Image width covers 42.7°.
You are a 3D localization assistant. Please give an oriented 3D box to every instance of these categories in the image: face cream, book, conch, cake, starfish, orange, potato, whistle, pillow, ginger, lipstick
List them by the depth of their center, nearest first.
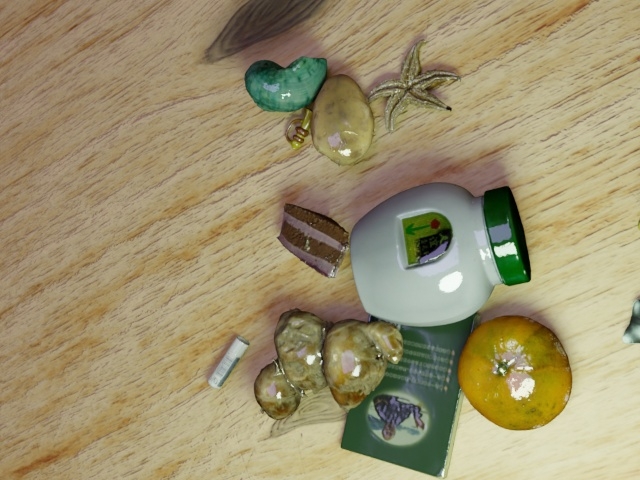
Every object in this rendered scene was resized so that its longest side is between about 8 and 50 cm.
[{"bbox_3d":[0.681,0.181,1.635,0.135,0.055,0.091,19,121,29],"label":"pillow"},{"bbox_3d":[0.398,0.271,1.686,0.240,0.171,0.240,-4,80,23],"label":"orange"},{"bbox_3d":[0.255,0.025,1.766,0.357,0.219,0.312,-14,66,19],"label":"face cream"},{"bbox_3d":[0.020,0.269,1.845,0.375,0.176,0.256,-12,62,31],"label":"ginger"},{"bbox_3d":[0.200,0.320,1.846,0.260,0.043,0.371,11,85,29],"label":"book"},{"bbox_3d":[0.000,0.000,1.901,0.295,0.112,0.116,38,110,62],"label":"cake"},{"bbox_3d":[0.220,-0.366,1.950,0.227,0.043,0.240,12,83,24],"label":"starfish"},{"bbox_3d":[0.048,-0.285,1.981,0.161,0.128,0.235,-24,66,3],"label":"potato"},{"bbox_3d":[-0.231,0.306,2.049,0.040,0.040,0.141,36,97,26],"label":"lipstick"},{"bbox_3d":[-0.096,-0.386,2.052,0.202,0.196,0.134,7,98,51],"label":"conch"},{"bbox_3d":[-0.052,-0.284,2.064,0.057,0.046,0.109,35,102,-1],"label":"whistle"}]

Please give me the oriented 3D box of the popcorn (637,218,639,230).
[{"bbox_3d":[0.749,-0.002,1.549,0.286,0.215,0.252,24,98,30],"label":"popcorn"}]
